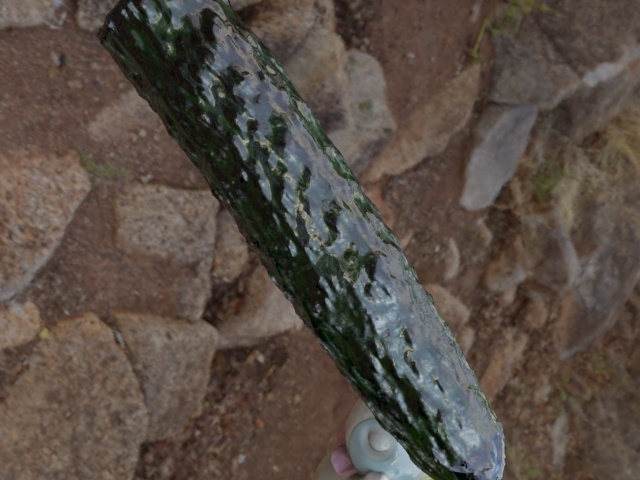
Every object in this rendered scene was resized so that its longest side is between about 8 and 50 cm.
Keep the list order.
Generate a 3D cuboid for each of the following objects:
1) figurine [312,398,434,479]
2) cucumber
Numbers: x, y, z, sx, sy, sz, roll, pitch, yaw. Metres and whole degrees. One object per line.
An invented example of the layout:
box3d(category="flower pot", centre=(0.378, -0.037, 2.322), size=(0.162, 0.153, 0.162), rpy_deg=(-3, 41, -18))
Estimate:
box3d(category="figurine", centre=(0.074, 0.214, 0.857), size=(0.127, 0.155, 0.235), rpy_deg=(1, 135, -19))
box3d(category="cucumber", centre=(0.000, 0.000, 0.420), size=(0.068, 0.293, 0.067), rpy_deg=(-35, 178, -1))
